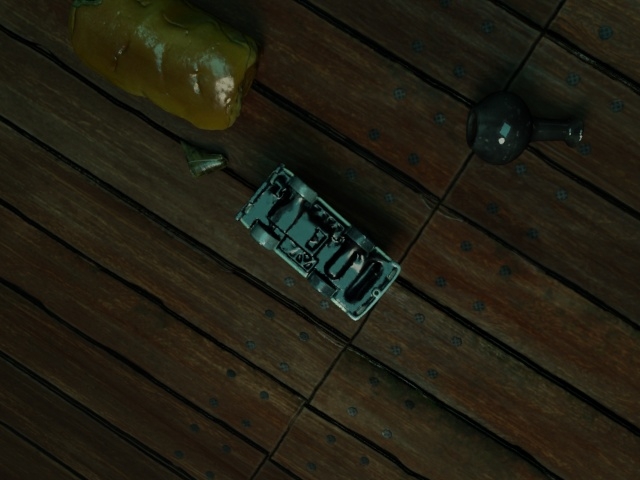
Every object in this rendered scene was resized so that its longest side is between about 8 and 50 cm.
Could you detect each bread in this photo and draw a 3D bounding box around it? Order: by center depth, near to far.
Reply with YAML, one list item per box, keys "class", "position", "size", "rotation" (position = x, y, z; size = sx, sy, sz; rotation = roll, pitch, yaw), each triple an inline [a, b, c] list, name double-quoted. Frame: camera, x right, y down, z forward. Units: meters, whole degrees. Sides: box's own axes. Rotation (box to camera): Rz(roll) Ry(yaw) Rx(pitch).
- class: "bread"
  position: [-0.273, -0.334, 1.072]
  size: [0.343, 0.149, 0.195]
  rotation: [27, 108, 5]

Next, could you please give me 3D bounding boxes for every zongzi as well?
- class: "zongzi"
  position: [-0.221, -0.167, 1.170]
  size: [0.076, 0.040, 0.083]
  rotation: [-21, 82, 10]

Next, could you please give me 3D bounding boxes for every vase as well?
- class: "vase"
  position: [0.337, -0.183, 1.004]
  size: [0.182, 0.120, 0.120]
  rotation: [1, 105, -2]

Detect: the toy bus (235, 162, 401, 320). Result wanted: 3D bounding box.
- class: "toy bus"
  position: [0.000, 0.000, 1.094]
  size: [0.276, 0.165, 0.134]
  rotation: [41, 95, -1]
